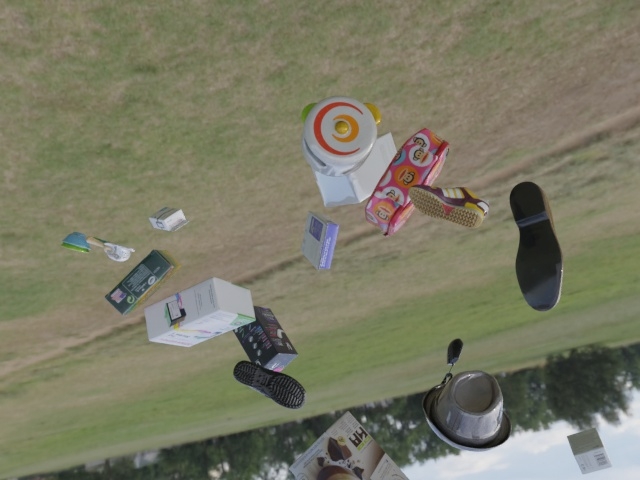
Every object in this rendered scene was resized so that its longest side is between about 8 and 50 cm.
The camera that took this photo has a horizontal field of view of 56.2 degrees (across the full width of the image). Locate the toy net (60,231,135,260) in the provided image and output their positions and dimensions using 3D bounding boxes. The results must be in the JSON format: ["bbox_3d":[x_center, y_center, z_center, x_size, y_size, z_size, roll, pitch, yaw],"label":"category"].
[{"bbox_3d":[-0.531,0.023,1.482,0.232,0.045,0.122,12,173,34],"label":"toy net"}]

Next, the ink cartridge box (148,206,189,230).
[{"bbox_3d":[-0.325,-0.046,1.290,0.083,0.028,0.048,9,-141,44],"label":"ink cartridge box"}]

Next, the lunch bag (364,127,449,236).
[{"bbox_3d":[0.241,-0.156,1.705,0.293,0.120,0.258,-54,171,-7],"label":"lunch bag"}]

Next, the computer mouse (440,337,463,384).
[{"bbox_3d":[0.445,0.433,2.088,0.071,0.041,0.242,-55,-177,47],"label":"computer mouse"}]

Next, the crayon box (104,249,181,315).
[{"bbox_3d":[-0.540,0.123,1.872,0.202,0.081,0.318,-45,-175,-6],"label":"crayon box"}]

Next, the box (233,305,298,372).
[{"bbox_3d":[-0.250,0.439,2.651,0.143,0.270,0.165,-44,151,15],"label":"box"}]

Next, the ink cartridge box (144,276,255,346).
[{"bbox_3d":[-0.379,0.232,1.886,0.278,0.117,0.201,-24,155,20],"label":"ink cartridge box"}]

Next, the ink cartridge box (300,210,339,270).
[{"bbox_3d":[0.000,0.000,2.159,0.065,0.166,0.333,10,-170,-13],"label":"ink cartridge box"}]

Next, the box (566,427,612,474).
[{"bbox_3d":[0.877,0.687,1.957,0.101,0.101,0.087,-23,-155,18],"label":"box"}]

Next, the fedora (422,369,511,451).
[{"bbox_3d":[0.408,0.436,1.617,0.275,0.243,0.124,-20,132,-47],"label":"fedora"}]

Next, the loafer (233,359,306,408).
[{"bbox_3d":[-0.138,0.393,1.661,0.220,0.080,0.078,31,167,-5],"label":"loafer"}]

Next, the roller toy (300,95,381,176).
[{"bbox_3d":[0.050,-0.274,1.574,0.209,0.191,0.146,7,169,-6],"label":"roller toy"}]

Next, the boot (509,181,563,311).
[{"bbox_3d":[0.530,0.016,1.428,0.112,0.306,0.115,-12,166,38],"label":"boot"}]

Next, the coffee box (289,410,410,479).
[{"bbox_3d":[0.094,0.580,1.405,0.168,0.297,0.118,-52,164,28],"label":"coffee box"}]

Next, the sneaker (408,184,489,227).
[{"bbox_3d":[0.298,-0.093,1.396,0.084,0.185,0.070,-53,161,-39],"label":"sneaker"}]

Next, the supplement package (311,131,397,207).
[{"bbox_3d":[0.137,-0.261,2.200,0.175,0.178,0.293,-5,-161,44],"label":"supplement package"}]
